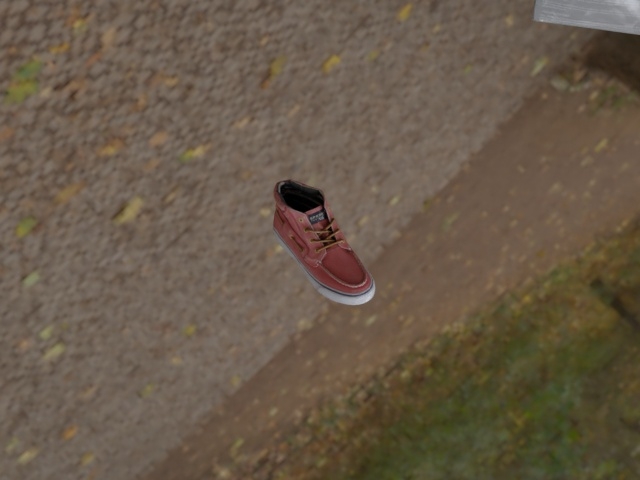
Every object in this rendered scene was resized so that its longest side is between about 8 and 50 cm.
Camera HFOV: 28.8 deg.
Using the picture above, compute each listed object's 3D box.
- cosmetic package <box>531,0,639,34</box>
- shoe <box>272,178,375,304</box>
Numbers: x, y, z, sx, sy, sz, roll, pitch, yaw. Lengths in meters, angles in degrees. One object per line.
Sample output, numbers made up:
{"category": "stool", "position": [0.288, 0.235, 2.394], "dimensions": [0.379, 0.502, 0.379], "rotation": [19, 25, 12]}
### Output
{"category": "cosmetic package", "position": [0.252, -0.272, 1.047], "dimensions": [0.238, 0.127, 0.107], "rotation": [83, 18, -69]}
{"category": "shoe", "position": [0.000, 0.000, 1.499], "dimensions": [0.063, 0.178, 0.081], "rotation": [-28, 140, -23]}
